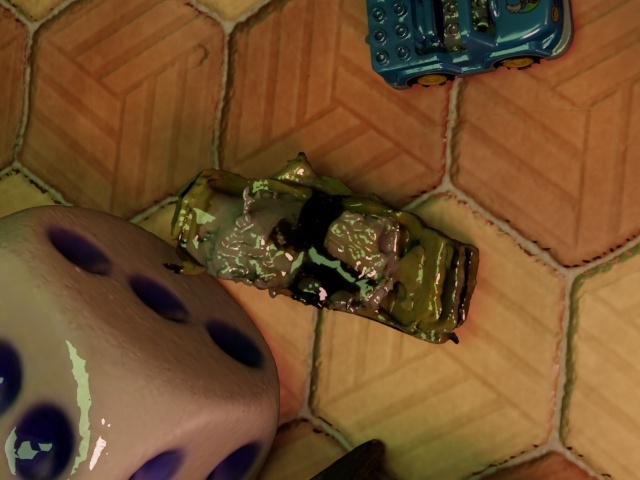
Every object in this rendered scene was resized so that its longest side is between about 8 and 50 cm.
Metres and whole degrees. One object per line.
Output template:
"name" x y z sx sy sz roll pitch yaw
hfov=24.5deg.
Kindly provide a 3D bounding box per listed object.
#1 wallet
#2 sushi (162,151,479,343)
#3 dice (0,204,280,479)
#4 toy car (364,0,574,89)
"wallet" -0.013 0.249 1.281 0.122 0.232 0.031 -40 94 20
"sushi" 0.002 0.000 1.339 0.291 0.131 0.139 16 97 19
"dice" -0.232 0.165 1.354 0.277 0.304 0.304 47 107 22
"toy car" 0.122 -0.201 1.315 0.191 0.100 0.097 -9 78 22
